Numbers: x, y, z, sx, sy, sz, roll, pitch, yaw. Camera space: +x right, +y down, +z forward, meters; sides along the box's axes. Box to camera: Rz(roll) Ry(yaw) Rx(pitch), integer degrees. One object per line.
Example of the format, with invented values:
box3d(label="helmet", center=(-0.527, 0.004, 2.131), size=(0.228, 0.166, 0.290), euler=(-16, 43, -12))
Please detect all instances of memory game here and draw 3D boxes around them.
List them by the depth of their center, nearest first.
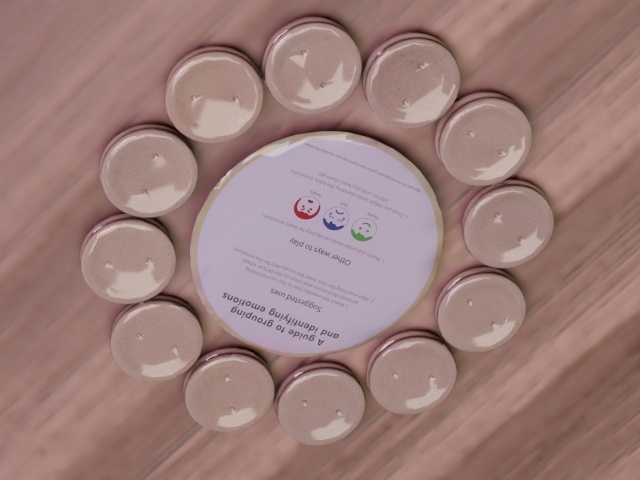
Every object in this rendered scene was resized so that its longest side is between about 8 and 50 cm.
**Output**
box3d(label="memory game", center=(0.000, 0.000, 0.736), size=(0.186, 0.012, 0.186), euler=(-5, 119, -9))
